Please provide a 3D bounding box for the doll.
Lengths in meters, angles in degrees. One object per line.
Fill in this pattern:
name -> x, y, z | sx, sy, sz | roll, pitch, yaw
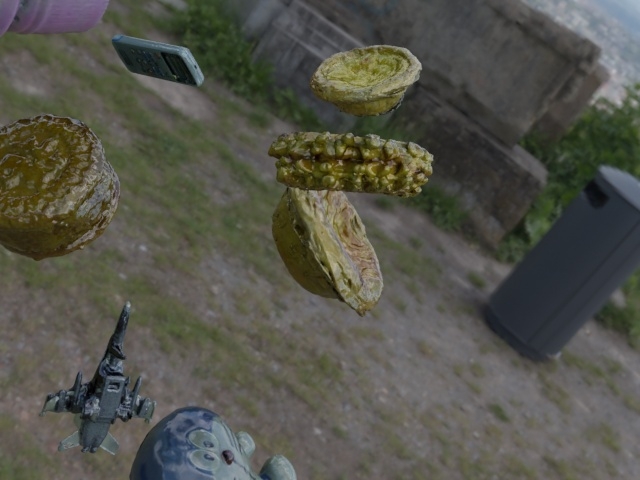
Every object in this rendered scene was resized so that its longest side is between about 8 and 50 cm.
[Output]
doll -> -0.125, 0.314, 1.115 | 0.228, 0.153, 0.258 | -95, 165, -46

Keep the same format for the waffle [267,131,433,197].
waffle -> 0.039, -0.089, 1.106 | 0.193, 0.070, 0.197 | 5, 0, 29

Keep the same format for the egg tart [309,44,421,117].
egg tart -> 0.076, -0.266, 1.537 | 0.191, 0.074, 0.191 | -6, 38, 5

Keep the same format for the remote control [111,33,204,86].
remote control -> -0.182, -0.201, 1.013 | 0.124, 0.018, 0.053 | 19, -31, 35

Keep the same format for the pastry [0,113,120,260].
pastry -> -0.350, -0.071, 1.150 | 0.189, 0.188, 0.103 | 50, -17, 31

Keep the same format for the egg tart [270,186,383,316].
egg tart -> 0.000, 0.000, 1.525 | 0.295, 0.116, 0.295 | 58, 15, -25

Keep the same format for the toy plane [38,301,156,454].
toy plane -> -0.341, 0.227, 1.461 | 0.192, 0.262, 0.088 | 10, 20, -33

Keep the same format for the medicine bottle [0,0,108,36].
medicine bottle -> -0.453, -0.335, 1.044 | 0.388, 0.219, 0.219 | -10, 48, -41
